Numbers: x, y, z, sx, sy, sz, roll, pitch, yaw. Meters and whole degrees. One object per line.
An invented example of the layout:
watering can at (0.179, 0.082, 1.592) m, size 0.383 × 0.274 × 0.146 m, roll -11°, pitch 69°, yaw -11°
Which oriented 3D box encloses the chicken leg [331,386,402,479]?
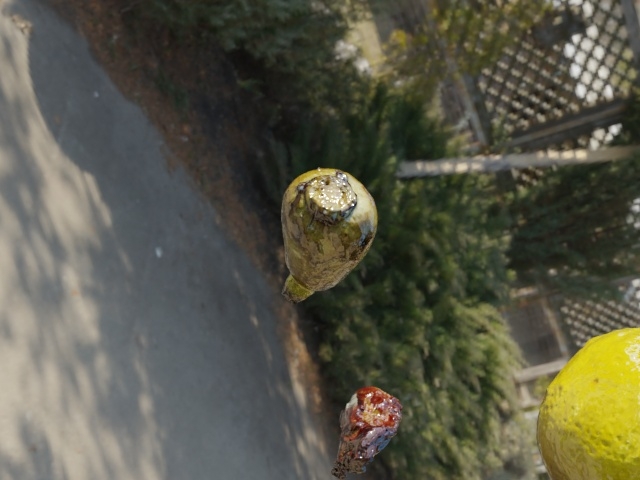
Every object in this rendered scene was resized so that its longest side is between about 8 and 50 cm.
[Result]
chicken leg at (0.043, 0.192, 0.913) m, size 0.053 × 0.093 × 0.205 m, roll 36°, pitch 10°, yaw 6°

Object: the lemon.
lemon at (0.446, 0.255, 1.246) m, size 0.245 × 0.320 × 0.245 m, roll 40°, pitch 2°, yaw -2°

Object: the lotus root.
lotus root at (0.000, 0.000, 0.978) m, size 0.094 × 0.108 × 0.191 m, roll -43°, pitch 162°, yaw -35°
